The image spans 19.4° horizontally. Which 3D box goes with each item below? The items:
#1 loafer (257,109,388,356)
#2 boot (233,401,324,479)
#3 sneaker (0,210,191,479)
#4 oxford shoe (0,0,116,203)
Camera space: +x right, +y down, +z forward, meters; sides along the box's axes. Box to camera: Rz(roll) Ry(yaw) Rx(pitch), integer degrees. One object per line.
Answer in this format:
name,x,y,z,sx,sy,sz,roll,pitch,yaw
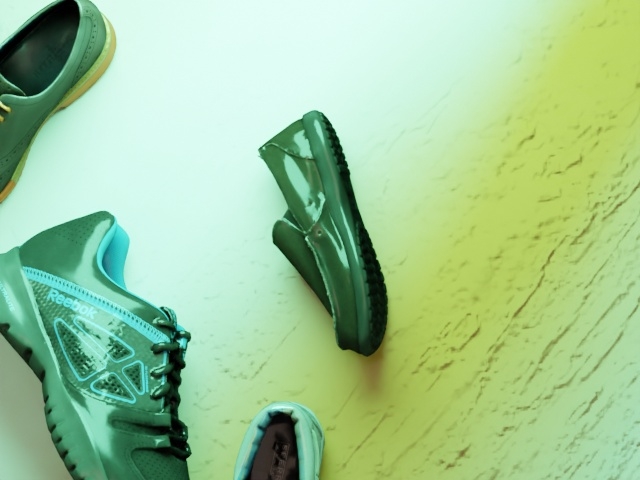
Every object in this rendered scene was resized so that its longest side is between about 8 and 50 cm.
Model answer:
loafer,0.000,0.000,1.625,0.078,0.080,0.220,-18,75,12
boot,-0.054,0.259,1.560,0.095,0.123,0.258,7,82,6
sneaker,-0.163,0.125,1.571,0.139,0.125,0.341,-31,71,-3
oxford shoe,-0.292,-0.111,1.646,0.097,0.098,0.271,37,86,9
